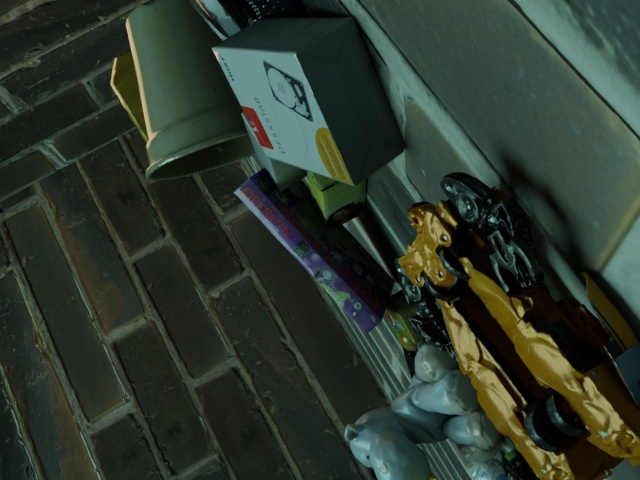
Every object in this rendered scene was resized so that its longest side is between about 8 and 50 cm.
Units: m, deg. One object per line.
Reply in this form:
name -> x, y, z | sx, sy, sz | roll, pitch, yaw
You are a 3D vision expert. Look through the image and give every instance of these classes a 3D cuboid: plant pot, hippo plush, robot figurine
plant pot -> -0.228, -0.315, 1.401 | 0.334, 0.334, 0.305 | 171, 81, -84
hippo plush -> 0.158, 0.316, 1.286 | 0.294, 0.236, 0.234 | 48, 165, 49
robot figurine -> 0.175, 0.076, 0.634 | 0.291, 0.085, 0.211 | 58, 151, 23

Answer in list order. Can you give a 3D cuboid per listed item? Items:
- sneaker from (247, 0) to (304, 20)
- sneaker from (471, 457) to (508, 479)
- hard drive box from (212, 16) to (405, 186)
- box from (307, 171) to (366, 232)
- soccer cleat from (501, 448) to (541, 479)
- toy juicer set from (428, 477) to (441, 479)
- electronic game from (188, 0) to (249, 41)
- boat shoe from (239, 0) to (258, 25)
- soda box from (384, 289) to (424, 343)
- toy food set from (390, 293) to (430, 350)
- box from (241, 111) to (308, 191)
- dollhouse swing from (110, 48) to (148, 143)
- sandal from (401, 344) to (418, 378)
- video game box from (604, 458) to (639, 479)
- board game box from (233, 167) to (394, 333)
sneaker -> -0.066, -0.342, 0.989 | 0.209, 0.069, 0.082 | 53, -144, -41
sneaker -> 0.357, 0.509, 1.388 | 0.086, 0.085, 0.237 | 42, 165, 49
hard drive box -> -0.020, -0.184, 0.912 | 0.232, 0.089, 0.181 | 25, 147, 56
box -> 0.030, -0.088, 1.229 | 0.058, 0.087, 0.232 | 60, 176, 17
soccer cleat -> 0.322, 0.374, 1.135 | 0.072, 0.060, 0.179 | 60, 177, 14
toy juicer set -> 0.339, 0.459, 1.121 | 0.329, 0.089, 0.209 | 26, 160, -5
electronic game -> -0.151, -0.347, 1.073 | 0.229, 0.048, 0.229 | 48, -179, -1
boat shoe -> -0.084, -0.347, 1.120 | 0.049, 0.056, 0.152 | -101, -14, -59
soda box -> 0.163, 0.139, 1.323 | 0.061, 0.058, 0.181 | 60, 174, -5
toy food set -> 0.182, 0.189, 1.507 | 0.132, 0.038, 0.192 | 64, 173, -32
box -> -0.047, -0.178, 1.220 | 0.091, 0.130, 0.170 | 58, 173, 16
dollhouse swing -> -0.303, -0.358, 1.671 | 0.347, 0.305, 0.315 | 61, 174, -24
sandal -> 0.217, 0.264, 1.620 | 0.067, 0.040, 0.179 | 116, 138, -76
video game box -> 0.253, 0.171, 0.788 | 0.205, 0.048, 0.187 | 60, 176, 0
board game box -> 0.000, 0.000, 1.341 | 0.347, 0.056, 0.208 | 47, -155, -5
